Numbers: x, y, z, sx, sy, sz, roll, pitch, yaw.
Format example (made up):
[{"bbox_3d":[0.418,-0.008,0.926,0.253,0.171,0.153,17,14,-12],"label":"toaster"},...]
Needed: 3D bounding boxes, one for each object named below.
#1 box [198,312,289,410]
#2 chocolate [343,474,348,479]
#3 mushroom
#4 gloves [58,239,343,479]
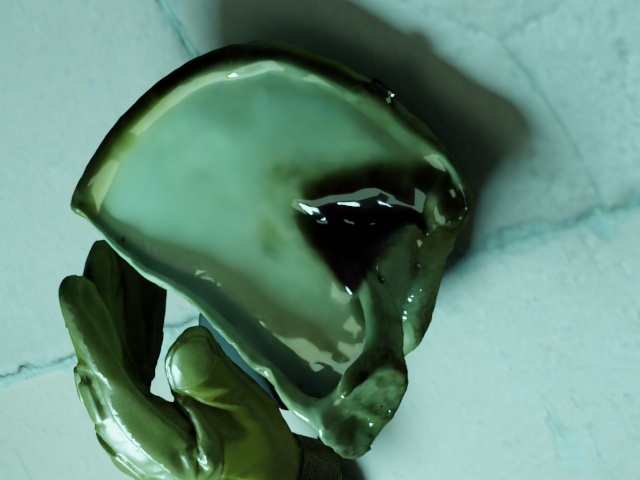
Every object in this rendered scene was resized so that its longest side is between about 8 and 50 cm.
[{"bbox_3d":[-0.051,0.078,1.212,0.125,0.027,0.126,41,143,14],"label":"box"},{"bbox_3d":[0.003,0.277,1.287,0.072,0.072,0.167,18,130,34],"label":"chocolate"},{"bbox_3d":[0.002,-0.009,1.015,0.292,0.217,0.212,42,-173,34],"label":"mushroom"},{"bbox_3d":[-0.110,0.138,1.123,0.331,0.141,0.154,46,-178,-34],"label":"gloves"}]
